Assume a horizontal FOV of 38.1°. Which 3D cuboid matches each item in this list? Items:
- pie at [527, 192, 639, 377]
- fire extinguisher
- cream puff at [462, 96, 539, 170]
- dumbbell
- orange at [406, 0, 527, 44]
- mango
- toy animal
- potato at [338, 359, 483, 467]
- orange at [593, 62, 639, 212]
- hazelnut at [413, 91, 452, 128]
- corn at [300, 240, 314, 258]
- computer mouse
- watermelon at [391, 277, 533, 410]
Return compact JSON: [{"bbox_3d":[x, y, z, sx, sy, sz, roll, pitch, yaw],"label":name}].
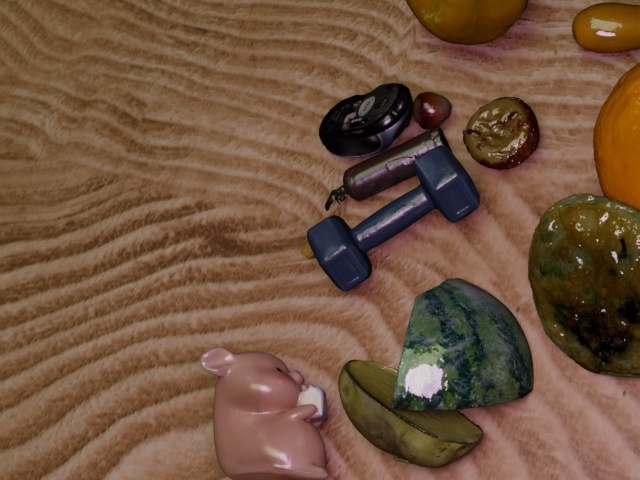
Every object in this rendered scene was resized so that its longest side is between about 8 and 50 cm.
[{"bbox_3d":[0.462,0.085,1.493,0.323,0.070,0.323,18,115,44],"label":"pie"},{"bbox_3d":[0.128,-0.134,1.826,0.267,0.072,0.089,-25,29,13],"label":"fire extinguisher"},{"bbox_3d":[0.346,-0.198,1.756,0.149,0.084,0.149,-12,62,23],"label":"cream puff"},{"bbox_3d":[0.137,-0.041,1.745,0.324,0.160,0.144,-32,87,8],"label":"dumbbell"},{"bbox_3d":[0.291,-0.524,1.821,0.235,0.279,0.279,-27,54,-26],"label":"orange"},{"bbox_3d":[0.569,-0.402,1.748,0.183,0.085,0.102,0,63,13],"label":"mango"},{"bbox_3d":[-0.092,0.319,1.663,0.212,0.195,0.256,-11,61,11],"label":"toy animal"},{"bbox_3d":[0.134,0.316,1.599,0.271,0.160,0.111,31,110,29],"label":"potato"},{"bbox_3d":[0.609,-0.158,1.495,0.340,0.293,0.341,-10,63,21],"label":"orange"},{"bbox_3d":[0.222,-0.259,1.846,0.086,0.086,0.087,-9,64,20],"label":"hazelnut"},{"bbox_3d":[0.000,0.000,1.852,0.092,0.037,0.037,-43,58,6],"label":"corn"},{"bbox_3d":[0.101,-0.235,1.863,0.233,0.096,0.137,-5,42,50],"label":"computer mouse"},{"bbox_3d":[0.243,0.179,1.600,0.176,0.255,0.260,160,122,-67],"label":"watermelon"}]
